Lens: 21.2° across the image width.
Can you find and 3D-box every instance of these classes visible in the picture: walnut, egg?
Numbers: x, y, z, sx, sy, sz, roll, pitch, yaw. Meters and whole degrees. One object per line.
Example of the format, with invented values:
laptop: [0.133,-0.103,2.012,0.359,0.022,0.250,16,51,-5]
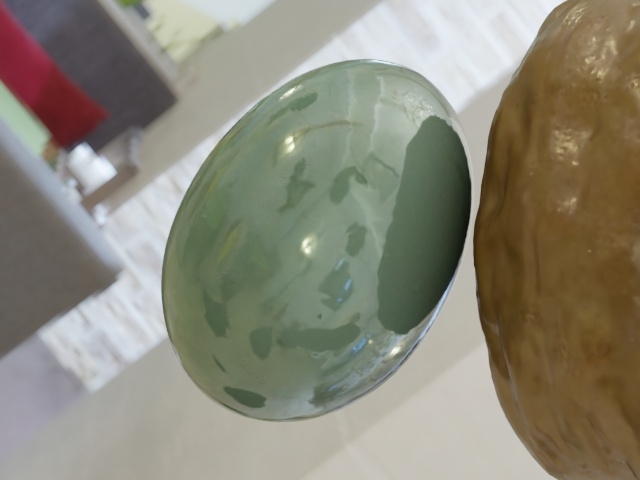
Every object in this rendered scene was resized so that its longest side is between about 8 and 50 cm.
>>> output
walnut: [0.236,0.014,0.969,0.306,0.306,0.344,21,73,-77]
egg: [0.000,0.000,1.018,0.168,0.231,0.168,31,2,-1]
